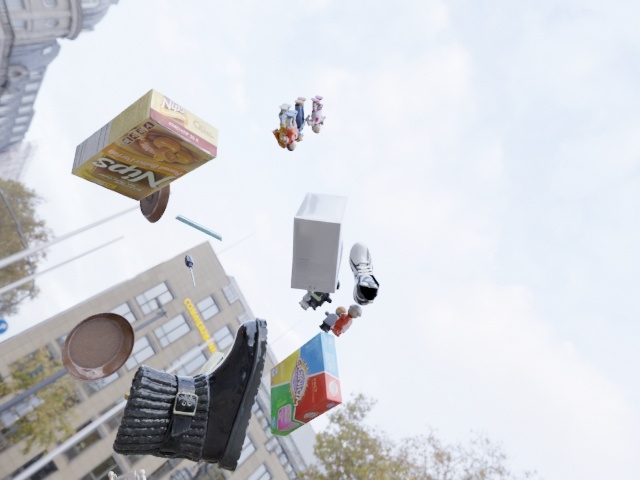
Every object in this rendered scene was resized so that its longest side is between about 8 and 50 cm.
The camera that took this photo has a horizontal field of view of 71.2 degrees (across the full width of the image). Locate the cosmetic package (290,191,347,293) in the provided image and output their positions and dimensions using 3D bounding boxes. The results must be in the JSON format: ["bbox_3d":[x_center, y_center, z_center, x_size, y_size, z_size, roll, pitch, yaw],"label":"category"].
[{"bbox_3d":[0.000,0.000,1.326,0.138,0.224,0.225,5,-65,6],"label":"cosmetic package"}]

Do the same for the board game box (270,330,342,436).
[{"bbox_3d":[-0.060,0.493,1.533,0.064,0.242,0.316,25,-51,-30],"label":"board game box"}]

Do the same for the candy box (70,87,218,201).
[{"bbox_3d":[-0.414,-0.209,1.051,0.316,0.182,0.088,-20,-120,32],"label":"candy box"}]

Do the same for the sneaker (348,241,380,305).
[{"bbox_3d":[0.163,0.122,1.605,0.153,0.093,0.235,176,-82,-77],"label":"sneaker"}]

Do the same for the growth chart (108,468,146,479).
[{"bbox_3d":[-0.525,0.722,1.233,0.237,0.021,0.172,-29,-110,37],"label":"growth chart"}]

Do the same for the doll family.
[{"bbox_3d":[-0.090,-0.413,1.588,0.118,0.263,0.163,24,-47,22],"label":"doll family"}]

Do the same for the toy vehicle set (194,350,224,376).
[{"bbox_3d":[-0.387,0.553,1.580,0.035,0.166,0.267,8,-65,16],"label":"toy vehicle set"}]

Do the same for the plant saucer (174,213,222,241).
[{"bbox_3d":[-0.457,-0.050,1.689,0.191,0.018,0.067,27,2,-19],"label":"plant saucer"}]

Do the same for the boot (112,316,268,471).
[{"bbox_3d":[-0.266,0.301,0.972,0.259,0.348,0.131,19,-34,-9],"label":"boot"}]

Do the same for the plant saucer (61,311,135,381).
[{"bbox_3d":[-0.626,0.294,1.258,0.036,0.198,0.199,12,-58,42],"label":"plant saucer"}]

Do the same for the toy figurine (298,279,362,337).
[{"bbox_3d":[0.038,0.252,1.723,0.213,0.148,0.209,48,-18,-4],"label":"toy figurine"}]

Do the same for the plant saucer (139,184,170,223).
[{"bbox_3d":[-0.517,-0.138,1.381,0.168,0.029,0.169,-11,-105,43],"label":"plant saucer"}]

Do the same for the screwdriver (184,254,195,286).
[{"bbox_3d":[-0.351,0.080,1.222,0.024,0.025,0.170,57,-8,-33],"label":"screwdriver"}]

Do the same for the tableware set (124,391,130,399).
[{"bbox_3d":[-0.580,0.540,1.483,0.154,0.104,0.024,24,-63,12],"label":"tableware set"}]
